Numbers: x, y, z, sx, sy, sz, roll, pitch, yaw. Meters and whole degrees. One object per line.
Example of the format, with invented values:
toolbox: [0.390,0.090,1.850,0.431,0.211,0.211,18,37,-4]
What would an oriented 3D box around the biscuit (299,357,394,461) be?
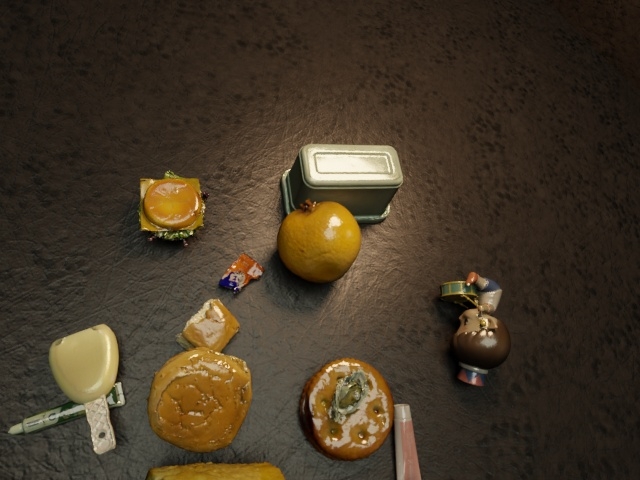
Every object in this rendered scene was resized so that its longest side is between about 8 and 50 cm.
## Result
biscuit: [0.061,0.386,0.930,0.221,0.066,0.220,5,67,-12]

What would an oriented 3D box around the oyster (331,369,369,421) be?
oyster: [0.064,0.341,0.901,0.100,0.037,0.098,-4,87,-35]

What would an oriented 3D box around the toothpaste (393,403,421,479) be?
toothpaste: [0.199,0.486,0.941,0.067,0.043,0.194,2,73,-17]

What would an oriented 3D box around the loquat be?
loquat: [0.000,0.000,0.999,0.208,0.208,0.208,5,66,-12]

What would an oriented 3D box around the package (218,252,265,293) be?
package: [-0.197,0.086,1.009,0.077,0.033,0.110,22,47,21]

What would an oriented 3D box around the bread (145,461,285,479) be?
bread: [-0.175,0.568,0.617,0.239,0.264,0.395,15,68,-25]

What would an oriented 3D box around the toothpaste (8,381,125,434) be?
toothpaste: [-0.507,0.345,0.818,0.204,0.031,0.049,-15,73,-22]

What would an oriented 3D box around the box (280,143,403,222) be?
box: [0.065,-0.160,1.098,0.312,0.182,0.175,-2,68,-16]

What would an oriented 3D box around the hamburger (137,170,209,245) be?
hamburger: [-0.364,-0.079,1.000,0.164,0.093,0.189,8,67,-14]

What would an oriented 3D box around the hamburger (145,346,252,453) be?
hamburger: [-0.247,0.323,0.835,0.214,0.108,0.213,0,92,-13]

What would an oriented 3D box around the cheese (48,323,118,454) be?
cheese: [-0.457,0.298,0.815,0.127,0.054,0.251,-21,63,-20]

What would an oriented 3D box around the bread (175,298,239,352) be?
bread: [-0.249,0.202,0.917,0.106,0.082,0.125,37,61,8]

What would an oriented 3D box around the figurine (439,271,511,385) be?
figurine: [0.398,0.229,1.045,0.158,0.161,0.275,-3,65,9]
